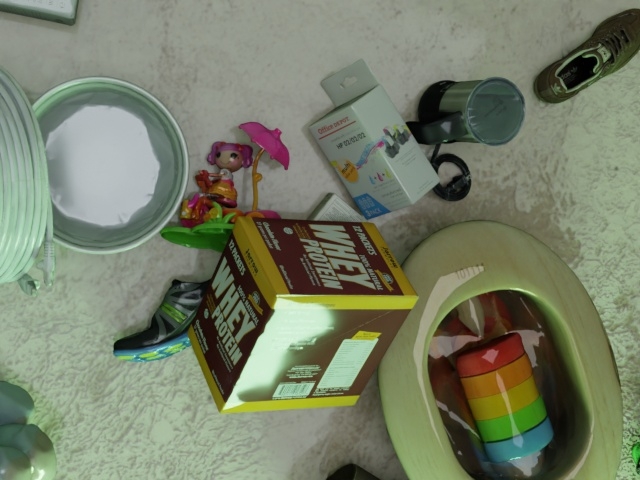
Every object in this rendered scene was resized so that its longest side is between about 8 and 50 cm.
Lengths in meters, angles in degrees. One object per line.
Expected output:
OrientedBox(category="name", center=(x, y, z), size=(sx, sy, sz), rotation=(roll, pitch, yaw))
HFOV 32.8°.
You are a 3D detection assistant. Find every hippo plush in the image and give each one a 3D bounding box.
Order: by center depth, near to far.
OrientedBox(category="hippo plush", center=(-0.473, 0.262, 1.222), size=(0.236, 0.234, 0.294), rotation=(-47, 124, 7))

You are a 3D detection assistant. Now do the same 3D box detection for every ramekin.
OrientedBox(category="ramekin", center=(-0.264, -0.091, 1.304), size=(0.207, 0.109, 0.207), rotation=(-1, 95, -11))

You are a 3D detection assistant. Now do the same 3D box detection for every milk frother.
OrientedBox(category="milk frother", center=(0.189, -0.125, 1.372), size=(0.129, 0.135, 0.143), rotation=(-41, 108, -11))

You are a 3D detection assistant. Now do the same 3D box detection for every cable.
OrientedBox(category="cable", center=(-0.396, -0.073, 1.213), size=(0.089, 0.257, 0.257), rotation=(-12, 109, -44))

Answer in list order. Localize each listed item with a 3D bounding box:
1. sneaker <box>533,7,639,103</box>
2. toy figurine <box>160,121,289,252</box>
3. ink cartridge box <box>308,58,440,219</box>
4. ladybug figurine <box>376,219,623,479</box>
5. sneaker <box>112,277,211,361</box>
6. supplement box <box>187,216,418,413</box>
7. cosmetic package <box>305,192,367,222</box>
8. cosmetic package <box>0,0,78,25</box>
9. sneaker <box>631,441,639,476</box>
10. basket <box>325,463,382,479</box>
OrientedBox(category="sneaker", center=(0.372, -0.241, 1.434), size=(0.188, 0.071, 0.066), rotation=(-38, 100, -6))
OrientedBox(category="toy figurine", center=(-0.103, -0.070, 1.350), size=(0.173, 0.130, 0.159), rotation=(4, 73, 19))
OrientedBox(category="ink cartridge box", center=(0.056, -0.124, 1.358), size=(0.061, 0.104, 0.181), rotation=(-39, 101, -33))
OrientedBox(category="ladybug figurine", center=(0.219, 0.191, 1.389), size=(0.305, 0.162, 0.449), rotation=(-16, 96, -10))
OrientedBox(category="sneaker", center=(-0.177, 0.092, 1.364), size=(0.188, 0.067, 0.078), rotation=(-32, 78, -5))
OrientedBox(category="supplement box", center=(-0.025, 0.088, 1.280), size=(0.191, 0.129, 0.194), rotation=(2, 131, -32))
OrientedBox(category="cosmetic package", center=(0.000, 0.000, 1.395), size=(0.060, 0.041, 0.115), rotation=(41, 86, -11))
OrientedBox(category="cosmetic package", center=(-0.396, -0.335, 1.275), size=(0.231, 0.085, 0.117), rotation=(9, 92, -13))
OrientedBox(category="sneaker", center=(0.497, 0.339, 1.490), size=(0.146, 0.134, 0.343), rotation=(12, 100, 25))
OrientedBox(category="basket", center=(0.087, 0.405, 1.389), size=(0.227, 0.154, 0.204), rotation=(43, 89, -7))
